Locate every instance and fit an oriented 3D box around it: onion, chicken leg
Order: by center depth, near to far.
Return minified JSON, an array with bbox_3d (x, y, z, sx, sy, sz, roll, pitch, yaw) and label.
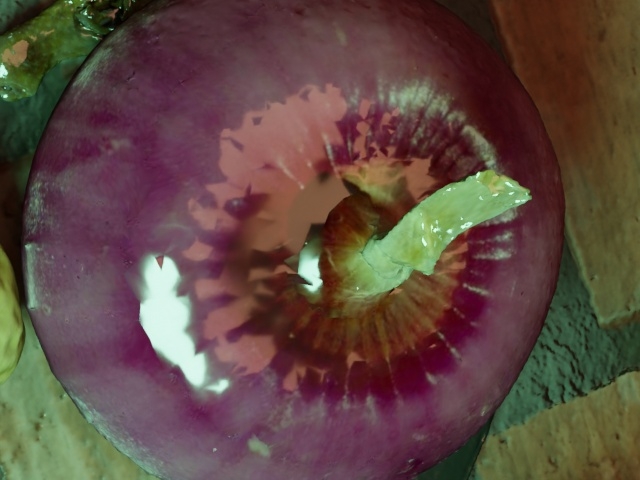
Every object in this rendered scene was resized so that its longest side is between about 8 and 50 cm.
[{"bbox_3d":[-0.021,0.002,1.114,0.358,0.345,0.358,2,101,9],"label":"onion"},{"bbox_3d":[-0.149,-0.159,1.192,0.198,0.069,0.085,-34,125,-14],"label":"chicken leg"}]

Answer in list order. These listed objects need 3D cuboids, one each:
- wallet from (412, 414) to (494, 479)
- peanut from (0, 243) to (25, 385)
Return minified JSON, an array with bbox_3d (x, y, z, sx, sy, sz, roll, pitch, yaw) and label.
[{"bbox_3d":[0.022,0.205,1.266,0.146,0.030,0.285,28,78,-17],"label":"wallet"},{"bbox_3d":[-0.300,-0.020,1.076,0.305,0.147,0.147,42,73,-23],"label":"peanut"}]
